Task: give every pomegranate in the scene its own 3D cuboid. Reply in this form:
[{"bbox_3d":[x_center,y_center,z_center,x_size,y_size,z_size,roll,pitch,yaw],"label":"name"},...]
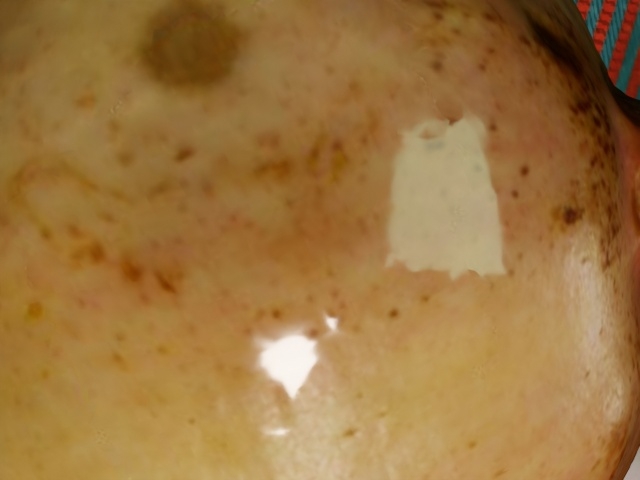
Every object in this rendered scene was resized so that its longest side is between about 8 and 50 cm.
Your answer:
[{"bbox_3d":[0.000,0.000,0.669,0.338,0.338,0.338,12,76,-54],"label":"pomegranate"}]

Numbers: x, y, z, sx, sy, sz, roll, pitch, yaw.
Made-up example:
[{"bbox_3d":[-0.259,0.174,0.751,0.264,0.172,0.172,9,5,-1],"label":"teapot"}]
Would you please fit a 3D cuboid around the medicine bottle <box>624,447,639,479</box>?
[{"bbox_3d":[0.218,0.049,1.142,0.139,0.139,0.237,54,45,-36],"label":"medicine bottle"}]
